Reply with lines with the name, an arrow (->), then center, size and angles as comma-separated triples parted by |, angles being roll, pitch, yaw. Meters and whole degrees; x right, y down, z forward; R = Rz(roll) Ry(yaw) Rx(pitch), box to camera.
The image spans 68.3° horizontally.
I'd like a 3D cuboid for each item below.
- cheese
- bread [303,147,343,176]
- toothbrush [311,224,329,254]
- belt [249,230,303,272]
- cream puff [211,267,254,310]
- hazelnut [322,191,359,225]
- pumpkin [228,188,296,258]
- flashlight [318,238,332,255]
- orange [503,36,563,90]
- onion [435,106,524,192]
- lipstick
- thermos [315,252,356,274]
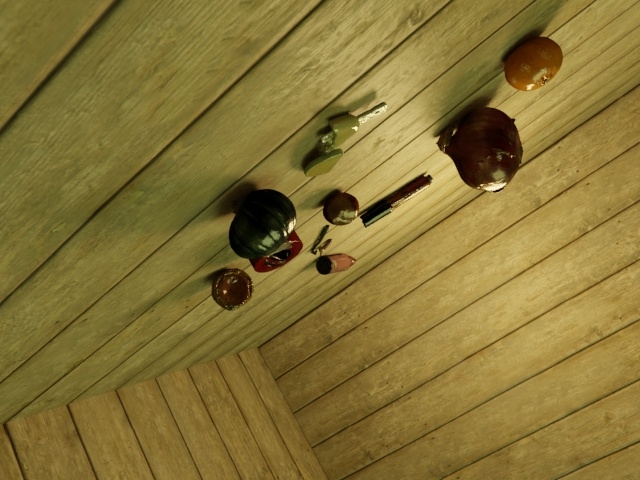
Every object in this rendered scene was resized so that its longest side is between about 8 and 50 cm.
cheese -> 0.097, -0.350, 1.421 | 0.235, 0.050, 0.127 | -28, 163, -7
bread -> -0.004, -0.249, 1.540 | 0.112, 0.036, 0.193 | -21, 174, -16
toothbrush -> 0.000, 0.000, 2.367 | 0.030, 0.030, 0.297 | -53, 176, -31
belt -> -0.192, 0.023, 1.914 | 0.227, 0.115, 0.324 | -33, 167, -2
cream puff -> -0.398, 0.209, 2.058 | 0.183, 0.183, 0.169 | -25, -171, -24
hazelnut -> 0.082, -0.134, 1.942 | 0.154, 0.143, 0.143 | -26, 166, 10
pumpkin -> -0.198, -0.056, 1.499 | 0.250, 0.216, 0.250 | -57, -175, 8
flashlight -> 0.023, 0.030, 2.499 | 0.031, 0.052, 0.110 | 26, 122, -29
orange -> 0.746, -0.612, 1.650 | 0.193, 0.161, 0.193 | -32, 169, -7
onion -> 0.690, -0.374, 1.952 | 0.353, 0.353, 0.353 | -29, 164, -9
lipstick -> 0.385, -0.203, 2.384 | 0.418, 0.077, 0.077 | -33, 165, 0
thermos -> 0.092, 0.143, 2.830 | 0.136, 0.109, 0.330 | -40, 163, 26
